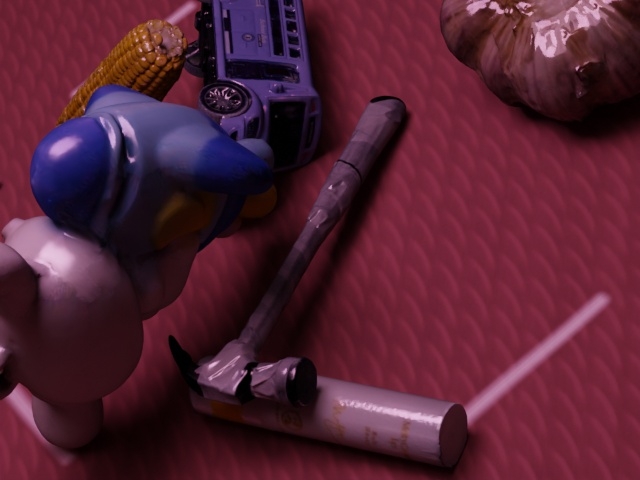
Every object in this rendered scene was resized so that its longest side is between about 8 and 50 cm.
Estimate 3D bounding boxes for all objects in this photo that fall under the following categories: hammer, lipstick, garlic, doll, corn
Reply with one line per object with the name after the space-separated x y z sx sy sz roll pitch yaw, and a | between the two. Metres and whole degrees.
0.000 -0.001 1.656 0.152 0.044 0.427 4 42 30 | hammer
0.005 0.150 1.549 0.264 0.059 0.059 9 56 31 | lipstick
0.243 -0.223 1.703 0.245 0.160 0.245 -7 69 20 | garlic
-0.188 -0.007 1.540 0.187 0.376 0.365 39 75 4 | doll
-0.214 -0.150 1.845 0.238 0.080 0.080 -45 30 42 | corn

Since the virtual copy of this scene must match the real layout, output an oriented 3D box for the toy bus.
-0.072 -0.165 1.812 0.133 0.125 0.292 1 45 -8 | toy bus
